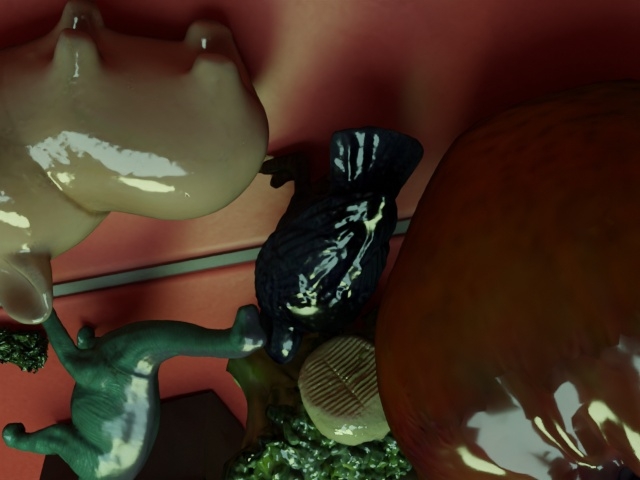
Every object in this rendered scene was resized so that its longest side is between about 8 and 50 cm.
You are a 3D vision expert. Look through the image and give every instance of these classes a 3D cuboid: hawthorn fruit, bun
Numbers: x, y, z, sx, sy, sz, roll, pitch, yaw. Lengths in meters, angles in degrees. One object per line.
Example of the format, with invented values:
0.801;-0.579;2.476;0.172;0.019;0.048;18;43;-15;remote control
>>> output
0.274;0.078;0.928;0.472;0.471;0.471;2;133;2;hawthorn fruit
0.035;0.148;1.035;0.115;0.115;0.069;-7;140;10;bun

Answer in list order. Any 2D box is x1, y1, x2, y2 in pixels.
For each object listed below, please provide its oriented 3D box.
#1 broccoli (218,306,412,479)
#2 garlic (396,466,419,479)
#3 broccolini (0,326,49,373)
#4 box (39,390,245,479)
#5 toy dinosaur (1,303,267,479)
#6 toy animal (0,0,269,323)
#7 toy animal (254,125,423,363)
-0.004;0.192;1.195;0.288;0.245;0.248;2;105;-37;broccoli
0.187;0.343;1.315;0.340;0.231;0.246;28;139;-22;garlic
-0.443;0.110;1.280;0.239;0.051;0.054;13;139;0;broccolini
-0.215;0.327;1.386;0.252;0.153;0.188;-16;131;18;box
-0.197;0.211;1.157;0.331;0.129;0.383;18;110;36;toy dinosaur
-0.214;-0.088;0.974;0.326;0.237;0.269;9;122;-8;toy animal
0.000;0.000;1.033;0.122;0.185;0.298;18;148;-22;toy animal
